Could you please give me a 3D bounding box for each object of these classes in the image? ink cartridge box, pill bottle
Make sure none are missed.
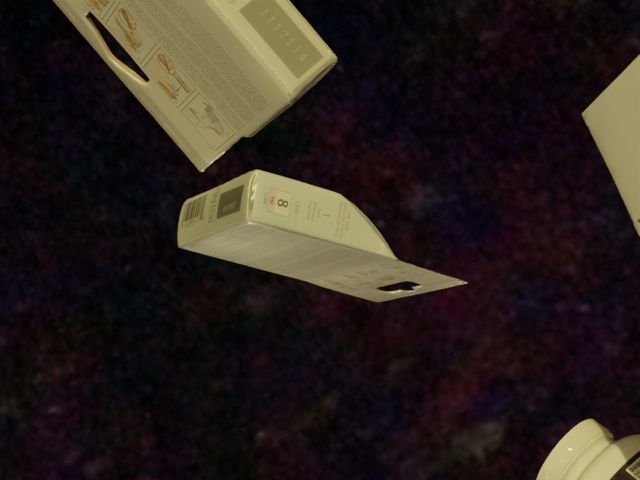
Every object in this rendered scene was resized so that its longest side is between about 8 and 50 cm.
[{"bbox_3d":[-0.145,-0.220,1.184,0.066,0.296,0.261,-44,-173,-23],"label":"ink cartridge box"},{"bbox_3d":[0.000,0.000,1.249,0.232,0.066,0.189,12,167,-24],"label":"ink cartridge box"},{"bbox_3d":[0.435,0.373,1.646,0.181,0.323,0.181,-33,144,-29],"label":"pill bottle"}]

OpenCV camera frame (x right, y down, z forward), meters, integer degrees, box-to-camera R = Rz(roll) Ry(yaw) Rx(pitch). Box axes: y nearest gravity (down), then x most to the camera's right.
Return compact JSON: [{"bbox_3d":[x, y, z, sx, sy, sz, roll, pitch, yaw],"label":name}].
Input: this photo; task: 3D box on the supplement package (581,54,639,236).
[{"bbox_3d":[0.391,-0.113,1.183,0.244,0.139,0.134,-16,163,-23],"label":"supplement package"}]
